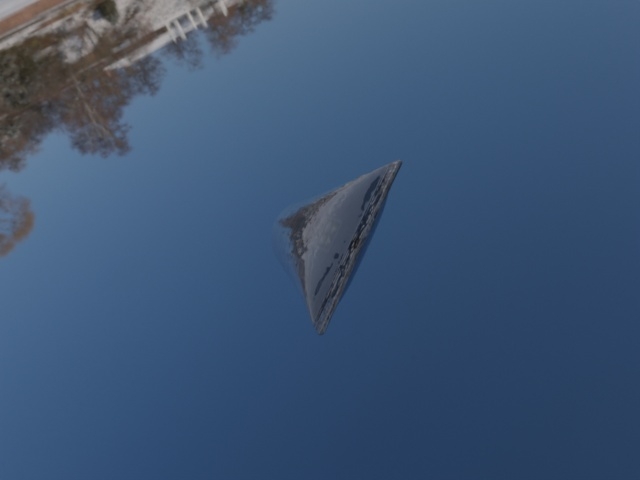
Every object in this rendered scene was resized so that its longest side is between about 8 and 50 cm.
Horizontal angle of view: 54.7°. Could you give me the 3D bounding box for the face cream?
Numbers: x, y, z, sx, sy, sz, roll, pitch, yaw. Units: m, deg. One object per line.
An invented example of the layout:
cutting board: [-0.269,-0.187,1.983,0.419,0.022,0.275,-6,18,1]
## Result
face cream: [0.000,0.000,0.618,0.135,0.086,0.385,-65,-172,-2]
